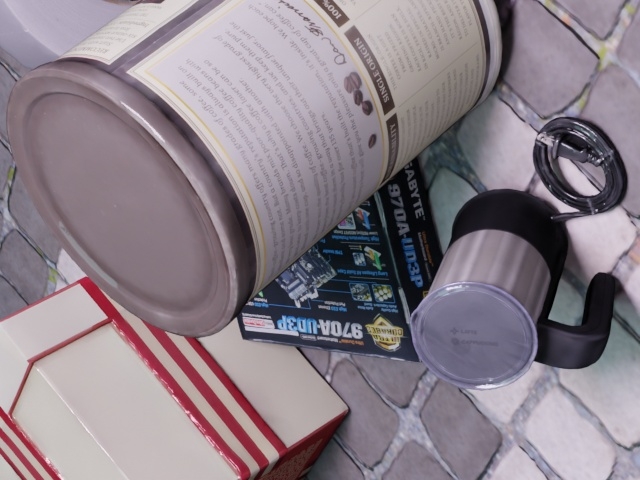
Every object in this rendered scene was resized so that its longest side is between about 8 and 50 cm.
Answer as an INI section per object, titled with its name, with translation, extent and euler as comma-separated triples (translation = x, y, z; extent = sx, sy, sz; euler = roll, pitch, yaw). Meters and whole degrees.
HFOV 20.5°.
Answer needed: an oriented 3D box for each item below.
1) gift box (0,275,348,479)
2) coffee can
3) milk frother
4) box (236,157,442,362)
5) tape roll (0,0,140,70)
[gift box]
translation = -0.178, 0.170, 1.548
extent = 0.258, 0.255, 0.276
euler = 49, 134, 15
[coffee can]
translation = -0.039, -0.095, 1.176
extent = 0.201, 0.275, 0.201
euler = 32, 145, 26
[milk frother]
translation = 0.134, 0.006, 1.176
extent = 0.129, 0.134, 0.143
euler = 2, 119, 16
[box]
translation = 0.000, 0.000, 1.402
extent = 0.220, 0.051, 0.175
euler = 3, 113, 49
[tape roll]
translation = -0.162, -0.227, 1.317
extent = 0.072, 0.219, 0.219
euler = -3, 108, 60
